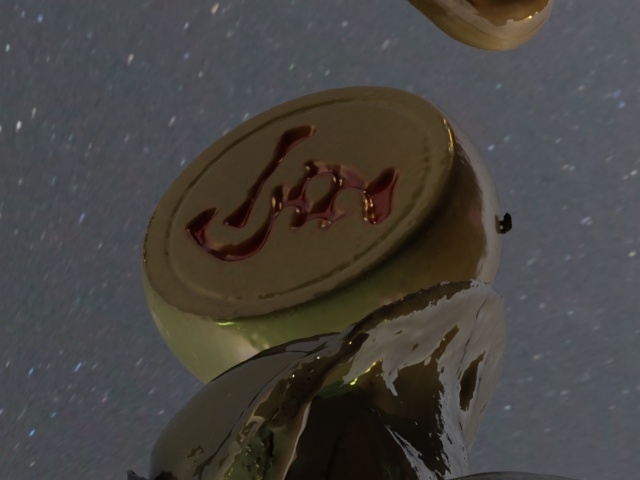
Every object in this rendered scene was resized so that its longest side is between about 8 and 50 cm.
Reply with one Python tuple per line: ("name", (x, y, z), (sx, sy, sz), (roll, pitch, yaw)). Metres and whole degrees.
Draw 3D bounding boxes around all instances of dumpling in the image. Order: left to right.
("dumpling", (0.000, 0.121, 0.741), (0.163, 0.293, 0.204), (7, -117, 17))

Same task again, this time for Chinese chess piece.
("Chinese chess piece", (0.000, 0.000, 1.036), (0.273, 0.273, 0.102), (-44, -50, -22))

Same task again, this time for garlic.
("garlic", (0.066, -0.179, 0.826), (0.099, 0.124, 0.174), (-31, -119, -16))

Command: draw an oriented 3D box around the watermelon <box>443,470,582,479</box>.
("watermelon", (0.025, 0.162, 0.292), (0.322, 0.188, 0.175), (-43, -72, -21))
